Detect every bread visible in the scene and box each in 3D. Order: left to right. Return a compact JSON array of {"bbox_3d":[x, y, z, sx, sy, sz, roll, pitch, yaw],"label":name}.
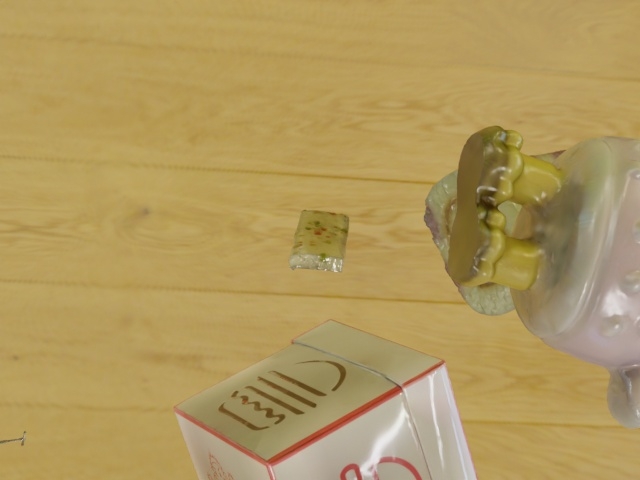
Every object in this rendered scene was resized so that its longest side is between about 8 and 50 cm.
[{"bbox_3d":[0.000,0.000,1.696,0.068,0.153,0.028,6,113,3],"label":"bread"},{"bbox_3d":[0.290,-0.017,1.786,0.155,0.338,0.187,-39,74,36],"label":"bread"}]

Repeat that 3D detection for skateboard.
[{"bbox_3d":[-0.413,0.272,1.716,0.083,0.032,0.064,-8,49,-26],"label":"skateboard"}]

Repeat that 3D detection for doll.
[{"bbox_3d":[0.147,0.013,0.521,0.207,0.081,0.129,14,77,-12],"label":"doll"}]

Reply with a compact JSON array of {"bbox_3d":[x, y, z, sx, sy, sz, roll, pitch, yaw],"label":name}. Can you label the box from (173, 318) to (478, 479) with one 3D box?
[{"bbox_3d":[0.017,0.332,1.925,0.300,0.314,0.312,-27,111,-25],"label":"box"}]
